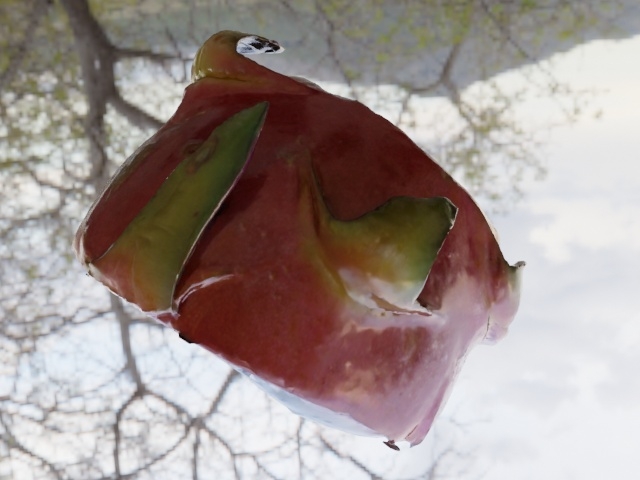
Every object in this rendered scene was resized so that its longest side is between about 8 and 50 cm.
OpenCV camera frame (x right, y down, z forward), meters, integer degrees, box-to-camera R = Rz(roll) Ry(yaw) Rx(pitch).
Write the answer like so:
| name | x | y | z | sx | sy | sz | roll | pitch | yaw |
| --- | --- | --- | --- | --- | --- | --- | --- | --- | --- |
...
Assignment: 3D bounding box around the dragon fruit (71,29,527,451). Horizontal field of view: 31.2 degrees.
| name | x | y | z | sx | sy | sz | roll | pitch | yaw |
| --- | --- | --- | --- | --- | --- | --- | --- | --- | --- |
| dragon fruit | 0.000 | 0.000 | 0.756 | 0.290 | 0.189 | 0.290 | 33 | 180 | 0 |
